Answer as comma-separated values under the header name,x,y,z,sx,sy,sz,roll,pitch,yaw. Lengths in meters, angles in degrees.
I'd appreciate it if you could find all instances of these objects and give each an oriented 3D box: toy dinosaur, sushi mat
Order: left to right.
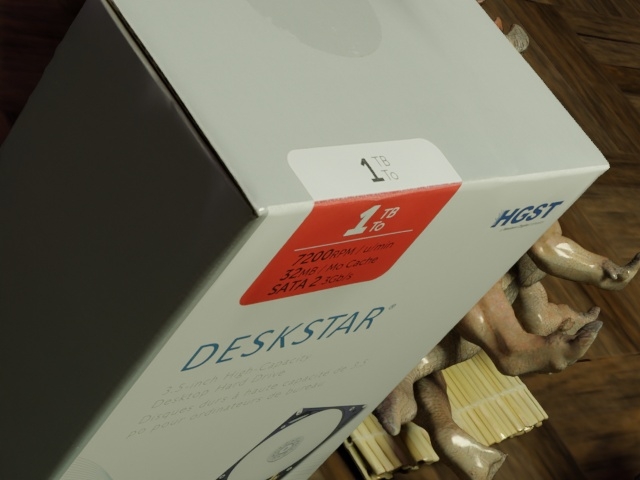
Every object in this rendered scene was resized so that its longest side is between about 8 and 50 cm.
name,x,y,z,sx,sy,sz,roll,pitch,yaw
sushi mat,0.000,0.000,0.822,0.151,0.019,0.316,-5,52,-46
toy dinosaur,0.051,0.008,0.744,0.200,0.127,0.295,34,46,9

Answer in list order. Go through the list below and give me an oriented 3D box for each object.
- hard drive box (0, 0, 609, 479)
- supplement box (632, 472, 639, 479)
name,x,y,z,sx,sy,sz,roll,pitch,yaw
hard drive box,-0.041,0.023,0.494,0.181,0.232,0.089,-10,57,-47
supplement box,0.261,0.199,0.747,0.220,0.114,0.111,47,33,15
